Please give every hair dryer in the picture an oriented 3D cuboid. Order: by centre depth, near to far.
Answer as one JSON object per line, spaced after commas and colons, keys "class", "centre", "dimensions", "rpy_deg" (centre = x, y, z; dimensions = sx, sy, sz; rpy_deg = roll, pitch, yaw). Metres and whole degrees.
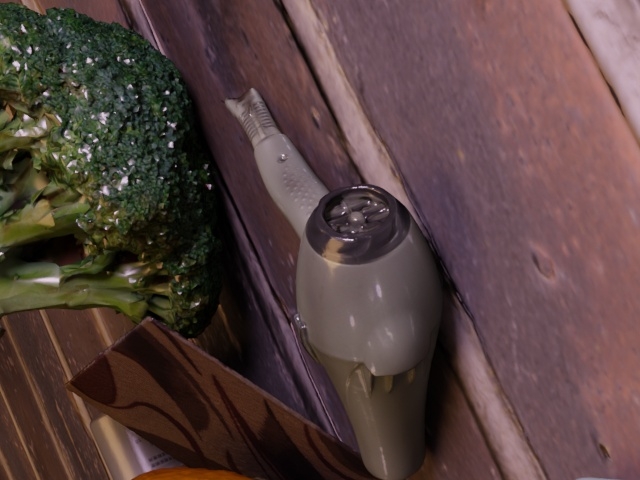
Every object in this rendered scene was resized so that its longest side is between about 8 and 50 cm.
{"class": "hair dryer", "centre": [0.012, 0.036, 0.864], "dimensions": [0.267, 0.092, 0.229], "rpy_deg": [-129, 21, -61]}

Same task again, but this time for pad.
{"class": "pad", "centre": [-0.088, 0.153, 1.057], "dimensions": [0.220, 0.004, 0.330], "rpy_deg": [34, 156, -9]}

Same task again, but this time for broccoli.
{"class": "broccoli", "centre": [-0.205, -0.034, 1.011], "dimensions": [0.308, 0.275, 0.308], "rpy_deg": [33, 159, 14]}

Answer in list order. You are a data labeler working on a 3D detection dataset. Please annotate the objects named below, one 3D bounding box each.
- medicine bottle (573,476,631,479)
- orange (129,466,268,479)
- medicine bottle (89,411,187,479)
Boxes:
{"class": "medicine bottle", "centre": [0.183, 0.172, 0.583], "dimensions": [0.229, 0.083, 0.121], "rpy_deg": [-16, 98, 64]}
{"class": "orange", "centre": [-0.089, 0.321, 0.994], "dimensions": [0.312, 0.312, 0.312], "rpy_deg": [44, 146, 42]}
{"class": "medicine bottle", "centre": [-0.180, 0.231, 1.361], "dimensions": [0.130, 0.080, 0.080], "rpy_deg": [64, 155, 10]}
